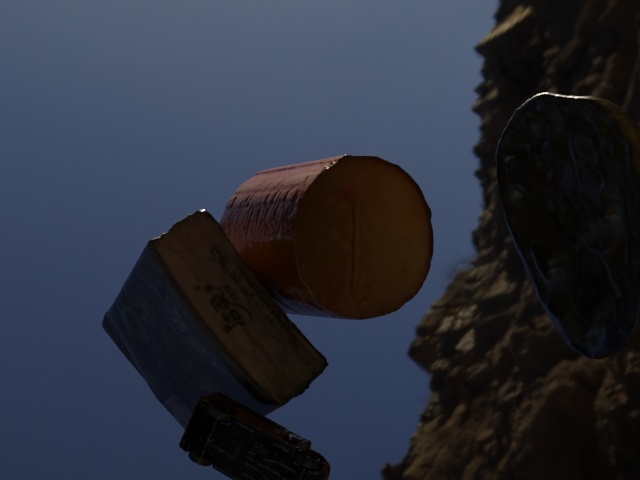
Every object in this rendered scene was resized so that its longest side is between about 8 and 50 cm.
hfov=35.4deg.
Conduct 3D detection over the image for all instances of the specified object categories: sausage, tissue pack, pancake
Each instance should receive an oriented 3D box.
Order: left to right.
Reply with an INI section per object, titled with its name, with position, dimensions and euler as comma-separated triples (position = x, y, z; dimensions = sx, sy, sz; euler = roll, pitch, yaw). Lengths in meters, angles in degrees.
[tissue pack]
position = -0.175, 0.152, 1.498
dimensions = 0.124, 0.394, 0.288
euler = -39, -93, -28
[sausage]
position = 0.000, 0.000, 1.469
dimensions = 0.233, 0.287, 0.233
euler = 0, -90, -27
[pancake]
position = 0.275, -0.017, 1.060
dimensions = 0.049, 0.294, 0.294
euler = -11, -119, -18

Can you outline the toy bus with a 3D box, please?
[toy bus]
position = -0.078, 0.273, 1.300
dimensions = 0.194, 0.083, 0.088
euler = 27, -168, 12
